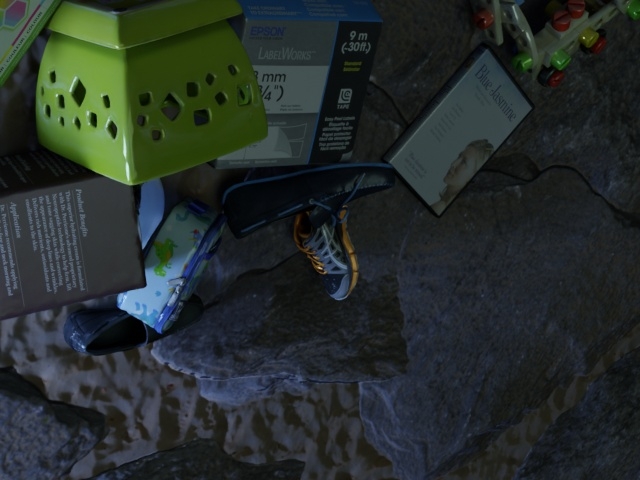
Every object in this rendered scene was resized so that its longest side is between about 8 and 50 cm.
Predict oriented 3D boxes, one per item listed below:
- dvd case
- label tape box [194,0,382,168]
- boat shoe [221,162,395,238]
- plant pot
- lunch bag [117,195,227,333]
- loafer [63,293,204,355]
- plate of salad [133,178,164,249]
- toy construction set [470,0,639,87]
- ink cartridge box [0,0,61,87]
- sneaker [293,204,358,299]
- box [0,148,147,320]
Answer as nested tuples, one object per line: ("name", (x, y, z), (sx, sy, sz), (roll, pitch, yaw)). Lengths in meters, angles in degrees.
("dvd case", (0.229, -0.176, 2.332), (0.253, 0.022, 0.180), (-49, 134, -2))
("label tape box", (-0.045, -0.274, 2.005), (0.241, 0.106, 0.333), (-5, 119, -36))
("boat shoe", (-0.013, -0.055, 2.118), (0.258, 0.089, 0.109), (-12, 170, 5))
("plant pot", (-0.224, -0.219, 1.810), (0.227, 0.228, 0.207), (-24, 121, -36))
("lunch bag", (-0.203, 0.026, 1.994), (0.090, 0.219, 0.176), (29, 96, -3))
("loafer", (-0.266, 0.127, 2.098), (0.223, 0.078, 0.076), (-11, 123, -32))
("plate of salad", (-0.302, -0.030, 1.996), (0.200, 0.048, 0.199), (-18, 125, -27))
("toy construction set", (0.390, -0.369, 2.248), (0.328, 0.151, 0.215), (-24, 153, -15))
("ink cartridge box", (-0.418, -0.299, 1.643), (0.188, 0.097, 0.255), (-55, 161, 3))
("sneaker", (0.000, 0.000, 2.228), (0.083, 0.084, 0.214), (-25, 118, -24))
("box", (-0.352, -0.018, 1.846), (0.203, 0.167, 0.168), (-12, 112, -21))
